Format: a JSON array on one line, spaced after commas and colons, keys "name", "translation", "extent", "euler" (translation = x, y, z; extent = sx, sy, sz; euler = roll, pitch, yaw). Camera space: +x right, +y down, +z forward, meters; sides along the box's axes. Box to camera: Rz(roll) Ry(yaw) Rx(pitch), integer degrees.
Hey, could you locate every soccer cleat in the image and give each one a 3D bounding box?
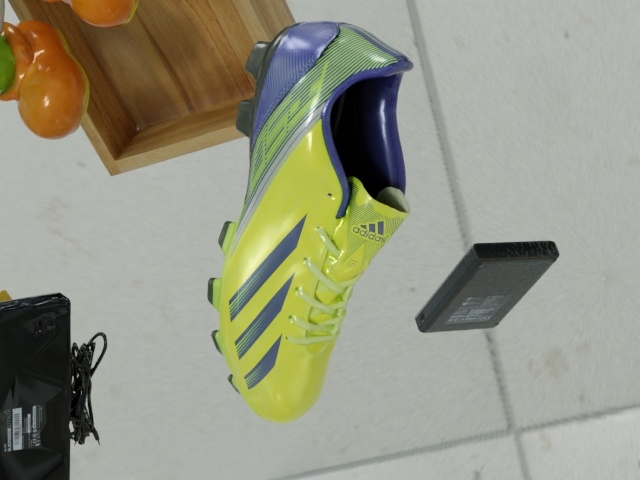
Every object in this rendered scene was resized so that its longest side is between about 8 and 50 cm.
[{"name": "soccer cleat", "translation": [-0.001, 0.000, 0.876], "extent": [0.121, 0.093, 0.289], "euler": [18, 111, 31]}]

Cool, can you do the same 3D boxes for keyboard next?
[{"name": "keyboard", "translation": [-0.203, 0.121, 0.917], "extent": [0.100, 0.038, 0.192], "euler": [-6, 118, -25]}]

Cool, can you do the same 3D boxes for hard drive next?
[{"name": "hard drive", "translation": [0.161, 0.046, 1.279], "extent": [0.094, 0.135, 0.022], "euler": [-2, 58, -26]}]

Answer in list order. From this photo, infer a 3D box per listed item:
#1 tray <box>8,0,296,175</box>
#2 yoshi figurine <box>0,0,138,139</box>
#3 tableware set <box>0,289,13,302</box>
[{"name": "tray", "translation": [-0.175, -0.263, 1.064], "extent": [0.202, 0.076, 0.411], "euler": [-14, 119, 25]}, {"name": "yoshi figurine", "translation": [-0.298, -0.152, 0.846], "extent": [0.203, 0.362, 0.204], "euler": [-13, 75, 50]}, {"name": "tableware set", "translation": [-0.394, 0.091, 1.438], "extent": [0.154, 0.104, 0.024], "euler": [-26, 92, 35]}]
